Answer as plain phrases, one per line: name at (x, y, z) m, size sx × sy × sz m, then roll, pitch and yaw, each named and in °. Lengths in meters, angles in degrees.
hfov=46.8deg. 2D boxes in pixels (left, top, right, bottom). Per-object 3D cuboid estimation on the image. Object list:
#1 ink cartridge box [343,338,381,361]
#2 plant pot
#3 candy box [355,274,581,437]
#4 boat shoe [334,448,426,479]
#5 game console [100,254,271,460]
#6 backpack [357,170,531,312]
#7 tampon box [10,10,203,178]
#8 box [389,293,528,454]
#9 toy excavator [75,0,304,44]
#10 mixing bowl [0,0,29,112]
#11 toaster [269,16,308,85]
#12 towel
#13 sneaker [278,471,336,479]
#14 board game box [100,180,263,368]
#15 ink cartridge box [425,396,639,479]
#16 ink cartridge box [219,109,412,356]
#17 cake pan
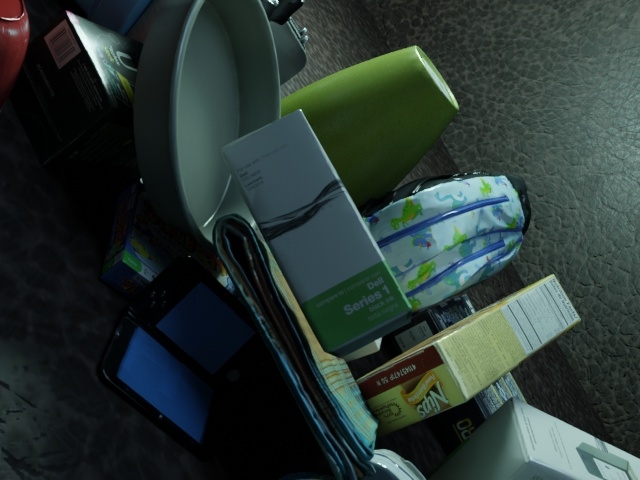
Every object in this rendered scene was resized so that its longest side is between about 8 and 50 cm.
ink cartridge box at (0.047, 0.092, 1.090) m, size 0.109 × 0.063 × 0.150 m, roll 64°, pitch 18°, yaw -14°
plant pot at (0.090, -0.207, 1.333) m, size 0.275 × 0.293 × 0.274 m, roll 47°, pitch 22°, yaw -25°
candy box at (0.211, 0.159, 1.051) m, size 0.316 × 0.183 × 0.087 m, roll -20°, pitch 78°, yaw -44°
boat shoe at (0.151, 0.394, 0.823) m, size 0.367 × 0.136 × 0.156 m, roll 52°, pitch 15°, yaw 15°
game console at (-0.115, 0.108, 0.694) m, size 0.144 × 0.124 × 0.085 m, roll 47°, pitch -5°, yaw -25°
backpack at (0.188, 0.000, 1.295) m, size 0.356 × 0.290 × 0.273 m, roll 12°, pitch 63°, yaw -54°
tampon box at (-0.227, -0.147, 0.790) m, size 0.120 × 0.101 × 0.161 m, roll 61°, pitch 20°, yaw 11°
box at (0.288, 0.294, 1.307) m, size 0.394 × 0.097 × 0.318 m, roll 62°, pitch 22°, yaw 9°
toy excavator at (-0.252, -0.412, 1.027) m, size 0.445 × 0.222 × 0.433 m, roll 45°, pitch 20°, yaw -7°
mixing bowl at (-0.327, -0.199, 0.648) m, size 0.181 × 0.098 × 0.181 m, roll 47°, pitch 21°, yaw -24°
toaster at (-0.112, -0.307, 1.219) m, size 0.110 × 0.186 × 0.168 m, roll 51°, pitch 13°, yaw -22°
towel at (-0.010, 0.114, 0.825) m, size 0.271 × 0.040 × 0.370 m, roll 61°, pitch 2°, yaw 10°
sneaker at (-0.044, 0.261, 0.566) m, size 0.319 × 0.127 × 0.208 m, roll 49°, pitch 21°, yaw -47°
board game box at (-0.140, 0.043, 0.797) m, size 0.201 × 0.035 × 0.136 m, roll 43°, pitch 24°, yaw -33°
ink cartridge box at (0.313, 0.359, 1.004) m, size 0.273 × 0.198 × 0.114 m, roll 28°, pitch 29°, yaw -17°
ink cartridge box at (0.000, 0.000, 0.740) m, size 0.219 × 0.093 × 0.160 m, roll 62°, pitch 1°, yaw 12°
cake pan at (-0.113, -0.130, 0.790) m, size 0.293 × 0.054 × 0.293 m, roll 5°, pitch 90°, yaw -75°
